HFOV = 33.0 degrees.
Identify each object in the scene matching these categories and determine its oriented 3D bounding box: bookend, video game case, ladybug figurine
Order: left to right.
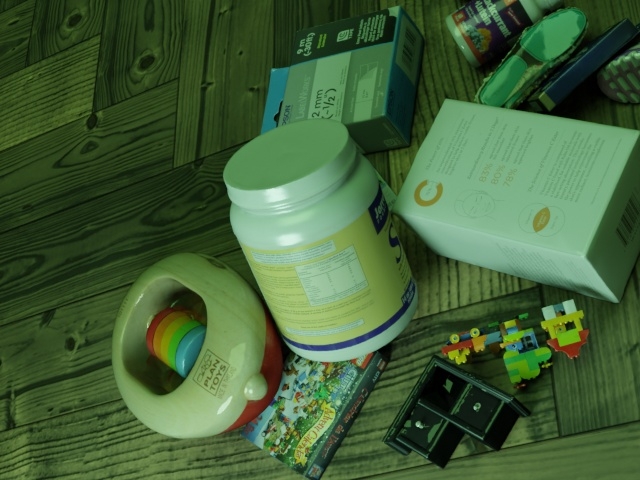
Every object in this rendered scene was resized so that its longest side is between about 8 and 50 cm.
[{"bbox_3d":[-0.202,0.187,1.852,0.449,0.161,0.305,29,93,53],"label":"ladybug figurine"},{"bbox_3d":[0.086,-0.075,1.951,0.087,0.011,0.122,-41,48,7],"label":"video game case"},{"bbox_3d":[0.202,0.278,1.618,0.156,0.072,0.157,27,81,41],"label":"bookend"}]

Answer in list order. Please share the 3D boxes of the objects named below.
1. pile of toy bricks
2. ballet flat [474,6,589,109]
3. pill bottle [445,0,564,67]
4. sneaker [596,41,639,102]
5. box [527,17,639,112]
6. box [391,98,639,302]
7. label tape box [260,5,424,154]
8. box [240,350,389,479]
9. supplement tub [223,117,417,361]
[{"bbox_3d":[0.294,0.168,1.618,0.212,0.118,0.105,-17,82,6],"label":"pile of toy bricks"},{"bbox_3d":[0.360,-0.303,1.857,0.241,0.077,0.091,-42,74,6],"label":"ballet flat"},{"bbox_3d":[0.328,-0.400,1.916,0.193,0.108,0.108,-31,50,15],"label":"pill bottle"},{"bbox_3d":[0.554,-0.306,1.725,0.236,0.095,0.105,-25,35,28],"label":"sneaker"},{"bbox_3d":[0.441,-0.296,1.771,0.225,0.136,0.036,-41,92,6],"label":"box"},{"bbox_3d":[0.322,-0.067,1.680,0.345,0.168,0.215,17,74,39],"label":"box"},{"bbox_3d":[0.010,-0.283,2.060,0.347,0.115,0.249,-6,60,29],"label":"label tape box"},{"bbox_3d":[-0.011,0.261,1.791,0.159,0.044,0.233,23,78,41],"label":"box"},{"bbox_3d":[0.000,0.000,1.712,0.241,0.331,0.241,-16,31,10],"label":"supplement tub"}]
